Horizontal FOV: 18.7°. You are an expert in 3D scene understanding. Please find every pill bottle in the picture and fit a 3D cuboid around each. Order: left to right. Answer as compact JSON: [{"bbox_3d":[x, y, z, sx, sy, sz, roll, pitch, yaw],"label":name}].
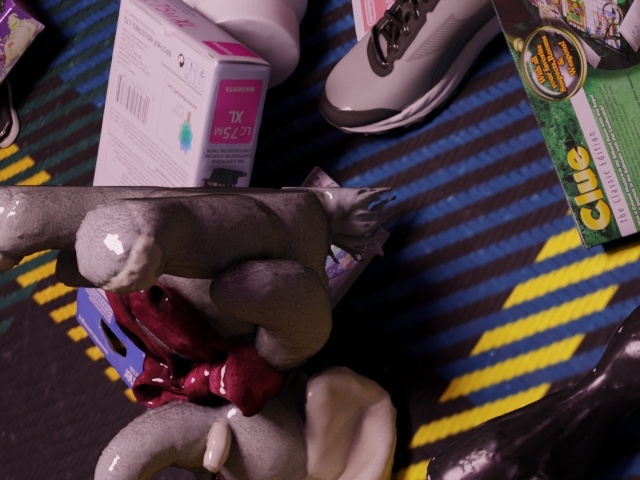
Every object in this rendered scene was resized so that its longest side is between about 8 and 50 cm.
[{"bbox_3d":[-0.073,-0.246,1.737,0.121,0.121,0.221,-29,47,31],"label":"pill bottle"}]

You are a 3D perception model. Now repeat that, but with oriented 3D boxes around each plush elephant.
[{"bbox_3d":[-0.083,0.089,1.434,0.272,0.330,0.255,6,97,52],"label":"plush elephant"}]

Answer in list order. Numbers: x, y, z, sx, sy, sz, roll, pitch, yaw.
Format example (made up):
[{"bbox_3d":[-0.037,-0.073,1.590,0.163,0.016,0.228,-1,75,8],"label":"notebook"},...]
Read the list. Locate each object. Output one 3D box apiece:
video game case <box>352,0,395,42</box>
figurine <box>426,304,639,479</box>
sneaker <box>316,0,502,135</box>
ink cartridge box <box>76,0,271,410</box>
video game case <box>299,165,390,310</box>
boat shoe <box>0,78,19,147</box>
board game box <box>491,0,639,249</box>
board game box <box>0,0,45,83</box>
[{"bbox_3d":[0.134,-0.305,1.634,0.285,0.025,0.204,-32,45,28],"label":"video game case"},{"bbox_3d":[0.196,0.153,1.218,0.209,0.092,0.215,-44,41,11],"label":"figurine"},{"bbox_3d":[0.094,-0.187,1.533,0.271,0.108,0.100,-38,44,25],"label":"sneaker"},{"bbox_3d":[-0.131,-0.034,1.635,0.186,0.065,0.311,40,123,52],"label":"ink cartridge box"},{"bbox_3d":[0.000,0.000,1.582,0.087,0.011,0.122,-52,39,6],"label":"video game case"},{"bbox_3d":[-0.348,-0.144,2.026,0.046,0.038,0.125,-43,41,17],"label":"boat shoe"},{"bbox_3d":[0.195,-0.133,1.325,0.136,0.030,0.259,-19,93,35],"label":"board game box"},{"bbox_3d":[-0.411,-0.219,2.102,0.208,0.056,0.347,-48,31,5],"label":"board game box"}]
